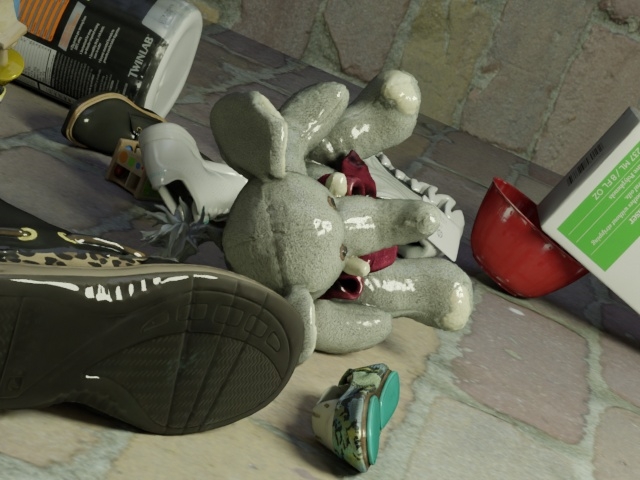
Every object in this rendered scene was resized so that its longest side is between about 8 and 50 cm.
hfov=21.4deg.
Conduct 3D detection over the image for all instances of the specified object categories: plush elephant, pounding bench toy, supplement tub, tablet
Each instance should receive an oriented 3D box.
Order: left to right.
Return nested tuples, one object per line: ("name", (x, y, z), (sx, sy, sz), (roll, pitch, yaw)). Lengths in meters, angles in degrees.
("supplement tub", (-0.334, -0.284, 2.256), (0.316, 0.193, 0.193), (25, 13, 6))
("pounding bench toy", (-0.198, -0.081, 1.975), (0.065, 0.052, 0.083), (31, 15, 35))
("plush elephant", (-0.002, -0.012, 1.583), (0.330, 0.271, 0.255), (-9, 6, -11))
("tablet", (0.153, -0.015, 2.181), (0.006, 0.054, 0.083), (-18, -44, 38))

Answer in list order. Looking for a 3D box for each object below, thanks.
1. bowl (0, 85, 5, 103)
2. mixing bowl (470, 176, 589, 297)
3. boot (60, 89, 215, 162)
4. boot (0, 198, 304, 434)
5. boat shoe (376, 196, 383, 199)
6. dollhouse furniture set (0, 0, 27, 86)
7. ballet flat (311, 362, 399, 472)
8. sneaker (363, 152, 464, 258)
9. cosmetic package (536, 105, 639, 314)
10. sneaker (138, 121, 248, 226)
("bowl", (-0.380, -0.098, 1.608), (0.170, 0.080, 0.170), (-2, 18, 1))
("mixing bowl", (0.267, 0.011, 2.258), (0.181, 0.098, 0.181), (38, 14, -11))
("boot", (-0.210, -0.116, 2.069), (0.137, 0.077, 0.198), (35, 18, 26))
("boot", (-0.221, 0.027, 1.313), (0.377, 0.138, 0.284), (4, 22, -42))
("boat shoe", (0.000, 0.000, 1.871), (0.113, 0.103, 0.302), (12, 11, 12))
("dollhouse furniture set", (-0.470, -0.156, 1.570), (0.303, 0.198, 0.286), (33, 51, 10))
("ballet flat", (0.025, 0.149, 1.419), (0.070, 0.070, 0.188), (24, 11, 6))
("sneaker", (0.048, -0.068, 2.235), (0.292, 0.110, 0.118), (31, 27, 12))
("cosmetic package", (0.479, 0.020, 2.202), (0.365, 0.197, 0.155), (40, 12, -4))
("sneaker", (-0.134, -0.046, 1.924), (0.212, 0.080, 0.094), (34, 41, -47))
